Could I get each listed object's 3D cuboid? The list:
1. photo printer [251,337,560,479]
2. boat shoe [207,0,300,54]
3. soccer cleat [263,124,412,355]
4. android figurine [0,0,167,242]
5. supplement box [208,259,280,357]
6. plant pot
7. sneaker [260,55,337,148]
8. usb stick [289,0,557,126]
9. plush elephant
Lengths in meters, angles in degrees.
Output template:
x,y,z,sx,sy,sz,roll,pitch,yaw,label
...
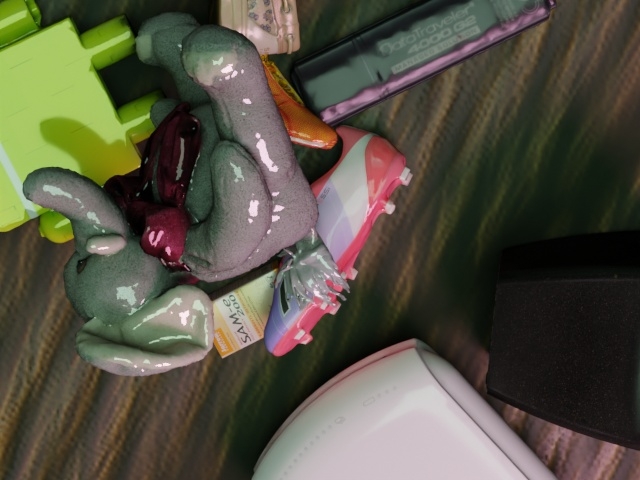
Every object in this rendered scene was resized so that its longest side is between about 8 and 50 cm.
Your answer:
x,y,z,sx,sy,sz,roll,pitch,yaw,label
0.100,0.270,1.669,0.256,0.107,0.307,-40,100,14,photo printer
-0.058,-0.317,1.513,0.089,0.104,0.285,0,114,-11,boat shoe
0.000,0.000,1.617,0.095,0.083,0.248,31,88,11,soccer cleat
-0.290,-0.115,1.590,0.273,0.056,0.248,-27,104,1,android figurine
-0.074,0.072,1.659,0.098,0.036,0.062,-28,104,3,supplement box
0.258,0.091,1.619,0.167,0.188,0.187,5,104,7,plant pot
-0.055,-0.147,1.574,0.175,0.064,0.067,33,103,9,sneaker
0.102,-0.201,1.602,0.278,0.045,0.077,-26,97,3,usb stick
-0.149,-0.023,1.463,0.255,0.272,0.330,-30,115,-9,plush elephant
